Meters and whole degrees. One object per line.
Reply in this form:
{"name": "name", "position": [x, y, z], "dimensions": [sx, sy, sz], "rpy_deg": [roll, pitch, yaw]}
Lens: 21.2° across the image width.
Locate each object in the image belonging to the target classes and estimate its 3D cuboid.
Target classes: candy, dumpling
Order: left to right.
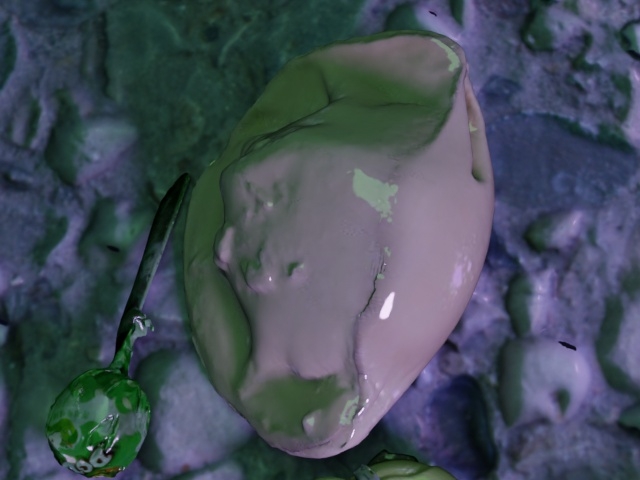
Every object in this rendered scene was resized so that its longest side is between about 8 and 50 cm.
{"name": "candy", "position": [-0.173, 0.070, 1.604], "dimensions": [0.097, 0.097, 0.323], "rpy_deg": [11, 62, 10]}
{"name": "dumpling", "position": [0.000, 0.000, 1.572], "dimensions": [0.315, 0.233, 0.395], "rpy_deg": [4, 80, 41]}

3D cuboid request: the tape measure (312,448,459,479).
{"name": "tape measure", "position": [0.068, 0.264, 1.490], "dimensions": [0.154, 0.087, 0.177], "rpy_deg": [-36, 72, -10]}
